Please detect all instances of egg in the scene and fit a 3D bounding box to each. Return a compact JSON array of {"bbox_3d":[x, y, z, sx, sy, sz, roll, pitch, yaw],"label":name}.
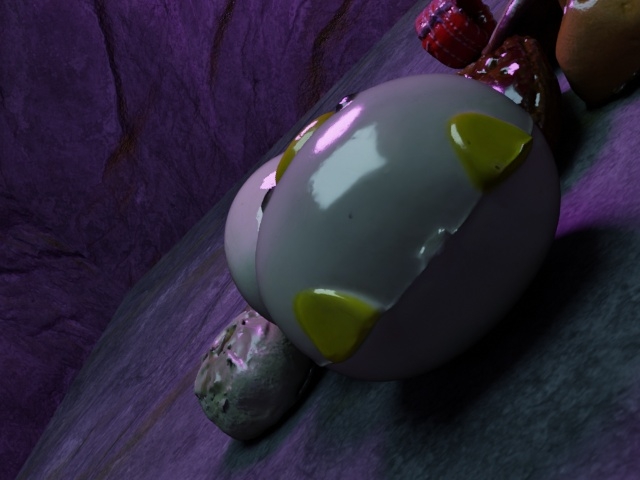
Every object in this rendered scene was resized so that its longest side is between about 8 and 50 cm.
[{"bbox_3d":[0.000,0.000,1.435,0.283,0.283,0.345,-43,-2,18],"label":"egg"}]

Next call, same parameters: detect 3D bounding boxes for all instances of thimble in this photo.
[{"bbox_3d":[0.307,-0.478,2.199,0.125,0.163,0.189,-40,1,32],"label":"thimble"}]

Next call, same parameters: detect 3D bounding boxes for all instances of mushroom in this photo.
[{"bbox_3d":[0.378,-0.378,1.720,0.231,0.138,0.194,115,176,-62],"label":"mushroom"}]

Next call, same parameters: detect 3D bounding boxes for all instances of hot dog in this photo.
[{"bbox_3d":[0.236,-0.175,1.462,0.267,0.174,0.387,-32,17,21],"label":"hot dog"}]

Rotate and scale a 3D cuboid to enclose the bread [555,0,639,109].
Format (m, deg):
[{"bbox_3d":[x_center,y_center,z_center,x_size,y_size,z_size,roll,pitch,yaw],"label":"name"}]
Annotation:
[{"bbox_3d":[0.410,-0.310,1.350,0.262,0.163,0.204,-54,13,52],"label":"bread"}]

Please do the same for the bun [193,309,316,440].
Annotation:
[{"bbox_3d":[-0.108,0.195,1.552,0.239,0.141,0.239,-45,15,16],"label":"bun"}]

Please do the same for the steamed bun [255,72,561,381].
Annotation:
[{"bbox_3d":[0.098,-0.015,1.131,0.374,0.334,0.334,-52,12,3],"label":"steamed bun"}]

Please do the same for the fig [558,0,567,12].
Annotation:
[{"bbox_3d":[0.426,-0.415,1.556,0.148,0.186,0.142,-42,28,59],"label":"fig"}]
